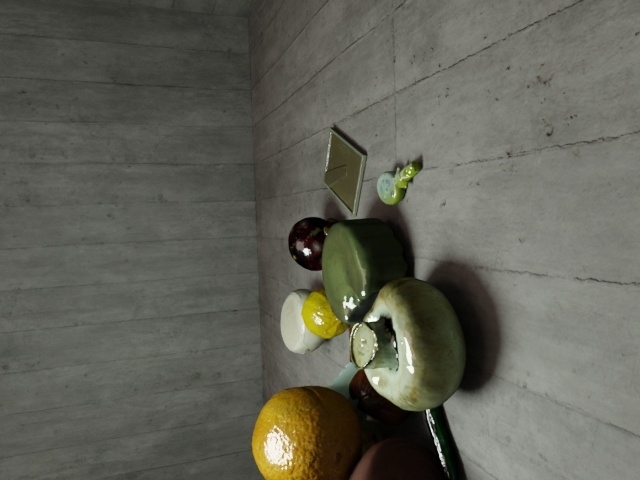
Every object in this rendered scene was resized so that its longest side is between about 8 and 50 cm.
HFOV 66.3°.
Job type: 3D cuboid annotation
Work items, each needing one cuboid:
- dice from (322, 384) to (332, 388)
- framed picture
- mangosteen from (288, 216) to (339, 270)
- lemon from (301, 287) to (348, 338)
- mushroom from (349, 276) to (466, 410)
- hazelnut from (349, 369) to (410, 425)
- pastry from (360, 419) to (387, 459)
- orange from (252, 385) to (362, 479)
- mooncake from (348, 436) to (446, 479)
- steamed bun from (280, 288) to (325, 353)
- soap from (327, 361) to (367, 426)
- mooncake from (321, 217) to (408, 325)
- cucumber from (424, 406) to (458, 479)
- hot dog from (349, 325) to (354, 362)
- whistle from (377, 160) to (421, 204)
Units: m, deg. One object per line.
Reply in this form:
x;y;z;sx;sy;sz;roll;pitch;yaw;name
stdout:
0.047;0.683;1.936;0.169;0.169;0.166;-159;68;-68;dice
0.087;-0.272;1.906;0.335;0.022;0.247;-125;37;-55;framed picture
0.000;0.000;1.948;0.265;0.228;0.228;-31;57;25;mangosteen
0.023;0.284;1.919;0.231;0.192;0.192;20;111;61;lemon
0.222;0.264;1.274;0.352;0.260;0.352;-177;90;-70;mushroom
0.189;0.474;1.513;0.204;0.178;0.178;56;147;26;hazelnut
0.152;0.751;1.626;0.256;0.170;0.237;-66;-13;9;pastry
-0.046;0.590;1.465;0.357;0.322;0.322;-16;78;58;orange
0.214;0.686;1.268;0.334;0.325;0.174;49;127;43;mooncake
-0.054;0.353;2.153;0.283;0.177;0.283;-8;81;63;steamed bun
0.094;0.571;1.692;0.087;0.160;0.265;20;130;29;soap
0.138;0.098;1.590;0.351;0.187;0.351;173;90;-70;mooncake
0.324;0.523;1.335;0.056;0.056;0.284;119;146;-55;cucumber
0.150;0.375;1.708;0.160;0.099;0.227;-121;29;-50;hot dog
0.239;-0.180;1.474;0.198;0.057;0.104;-42;64;56;whistle
